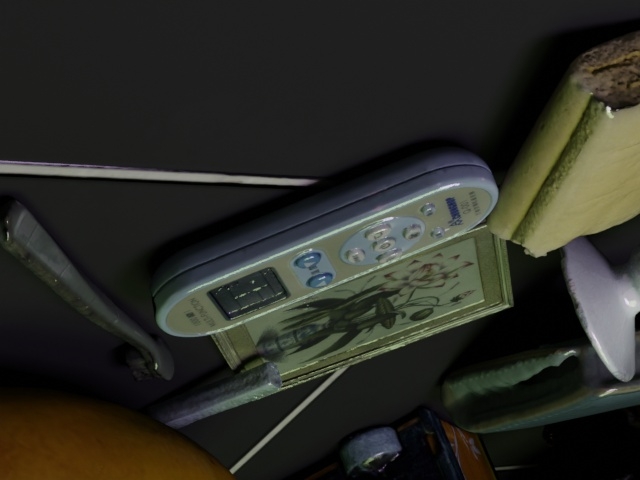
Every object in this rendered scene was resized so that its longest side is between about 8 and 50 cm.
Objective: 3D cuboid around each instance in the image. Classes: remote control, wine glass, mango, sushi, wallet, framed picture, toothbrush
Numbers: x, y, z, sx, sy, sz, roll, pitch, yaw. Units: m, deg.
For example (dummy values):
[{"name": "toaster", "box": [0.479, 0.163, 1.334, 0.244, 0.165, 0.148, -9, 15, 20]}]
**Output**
[{"name": "remote control", "box": [0.000, 0.000, 1.129, 0.244, 0.047, 0.087, -22, 157, 3]}, {"name": "wine glass", "box": [0.288, 0.014, 1.236, 0.196, 0.165, 0.165, -26, 154, 22]}, {"name": "mango", "box": [-0.221, 0.232, 1.228, 0.300, 0.232, 0.446, -27, 146, 25]}, {"name": "sushi", "box": [0.325, 0.232, 1.551, 0.204, 0.200, 0.213, -46, 149, 1]}, {"name": "wallet", "box": [0.311, 0.102, 1.460, 0.360, 0.083, 0.252, -9, 172, -24]}, {"name": "framed picture", "box": [0.037, 0.054, 1.298, 0.231, 0.010, 0.173, -20, 154, 1]}, {"name": "toothbrush", "box": [-0.154, 0.040, 1.120, 0.030, 0.030, 0.297, -13, 156, 9]}]

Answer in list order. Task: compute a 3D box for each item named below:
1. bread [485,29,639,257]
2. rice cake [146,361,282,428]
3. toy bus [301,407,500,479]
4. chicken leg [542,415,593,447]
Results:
[{"name": "bread", "box": [0.194, -0.067, 1.107, 0.139, 0.060, 0.178, -20, 155, -22]}, {"name": "rice cake", "box": [-0.084, 0.123, 1.316, 0.121, 0.022, 0.021, -22, 144, 22]}, {"name": "toy bus", "box": [0.025, 0.306, 1.612, 0.323, 0.162, 0.194, -31, 155, 18]}, {"name": "chicken leg", "box": [0.312, 0.172, 1.676, 0.219, 0.048, 0.089, -7, 154, -24]}]
